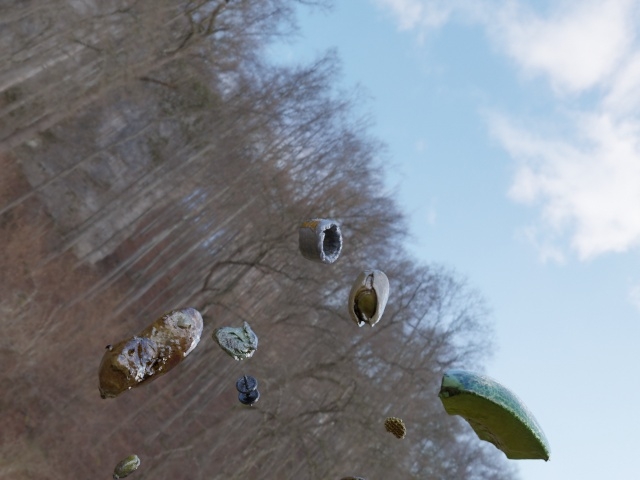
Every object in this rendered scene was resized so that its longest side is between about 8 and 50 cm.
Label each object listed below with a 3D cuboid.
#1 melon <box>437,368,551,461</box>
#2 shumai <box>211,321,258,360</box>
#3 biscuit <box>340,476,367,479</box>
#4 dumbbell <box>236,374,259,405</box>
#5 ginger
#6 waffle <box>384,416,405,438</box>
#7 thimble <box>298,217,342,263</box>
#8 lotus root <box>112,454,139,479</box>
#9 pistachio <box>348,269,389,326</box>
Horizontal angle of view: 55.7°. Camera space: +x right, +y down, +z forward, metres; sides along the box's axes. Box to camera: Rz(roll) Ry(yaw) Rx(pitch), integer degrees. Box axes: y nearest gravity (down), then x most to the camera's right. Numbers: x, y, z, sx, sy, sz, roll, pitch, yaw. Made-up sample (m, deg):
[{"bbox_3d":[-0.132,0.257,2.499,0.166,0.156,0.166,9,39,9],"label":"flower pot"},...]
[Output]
[{"bbox_3d":[0.529,0.536,1.916,0.343,0.226,0.331,56,0,-29],"label":"melon"},{"bbox_3d":[-0.331,0.389,2.408,0.184,0.142,0.184,39,-11,9],"label":"shumai"},{"bbox_3d":[0.166,0.855,2.054,0.226,0.042,0.226,16,-32,11],"label":"biscuit"},{"bbox_3d":[-0.236,0.485,1.959,0.069,0.069,0.147,22,-46,29],"label":"dumbbell"},{"bbox_3d":[-0.562,0.365,2.005,0.176,0.418,0.254,50,-22,10],"label":"ginger"},{"bbox_3d":[0.269,0.679,2.197,0.085,0.016,0.078,10,-75,29],"label":"waffle"},{"bbox_3d":[0.001,0.002,2.103,0.118,0.127,0.151,11,-65,43],"label":"thimble"},{"bbox_3d":[-0.643,0.750,1.997,0.049,0.099,0.054,5,-56,50],"label":"lotus root"},{"bbox_3d":[0.176,0.209,2.194,0.138,0.237,0.153,-1,-45,22],"label":"pistachio"}]
